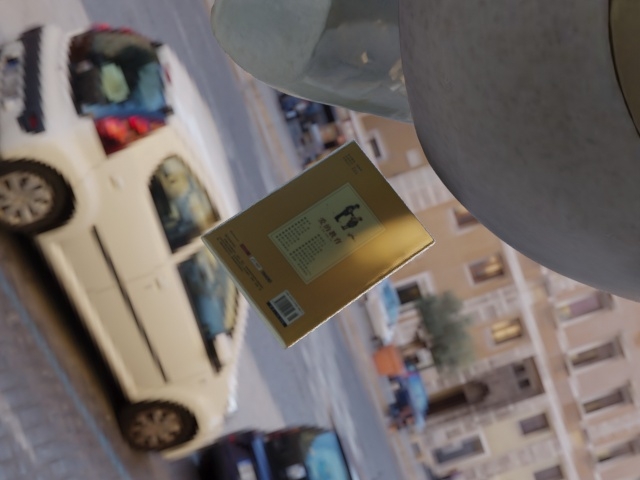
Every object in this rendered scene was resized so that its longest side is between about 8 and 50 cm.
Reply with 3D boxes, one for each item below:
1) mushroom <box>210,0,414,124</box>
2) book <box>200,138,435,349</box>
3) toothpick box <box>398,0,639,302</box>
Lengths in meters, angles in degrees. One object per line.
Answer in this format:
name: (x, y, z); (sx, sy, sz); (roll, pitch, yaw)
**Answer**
mushroom: (0.106, -0.168, 1.033); (0.397, 0.177, 0.126); (7, 37, -48)
book: (0.000, 0.000, 1.094); (0.118, 0.172, 0.012); (53, -26, 8)
toothpick box: (0.287, -0.153, 0.689); (0.409, 0.425, 0.409); (9, 90, -67)
